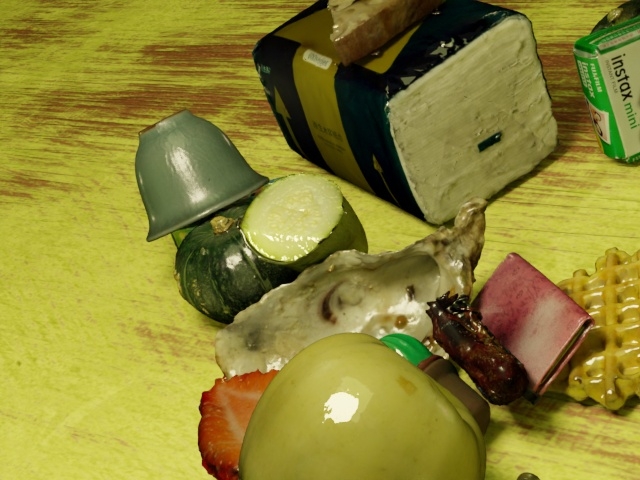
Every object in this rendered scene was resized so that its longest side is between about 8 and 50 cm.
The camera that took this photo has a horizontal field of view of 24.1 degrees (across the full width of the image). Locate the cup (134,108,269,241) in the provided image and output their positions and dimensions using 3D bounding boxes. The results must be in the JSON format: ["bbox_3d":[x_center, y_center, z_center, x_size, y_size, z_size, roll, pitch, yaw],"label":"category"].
[{"bbox_3d":[-0.194,-0.106,2.150,0.199,0.150,0.199,-27,5,2],"label":"cup"}]

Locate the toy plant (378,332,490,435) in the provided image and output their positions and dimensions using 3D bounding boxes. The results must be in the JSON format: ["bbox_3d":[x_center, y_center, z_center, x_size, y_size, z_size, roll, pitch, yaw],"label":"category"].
[{"bbox_3d":[0.095,0.181,1.720,0.200,0.105,0.143,24,66,36],"label":"toy plant"}]

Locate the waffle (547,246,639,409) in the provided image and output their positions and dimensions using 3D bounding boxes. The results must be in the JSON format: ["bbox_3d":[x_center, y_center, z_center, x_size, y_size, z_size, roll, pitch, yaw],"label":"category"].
[{"bbox_3d":[0.357,0.096,1.744,0.291,0.051,0.291,-17,30,10],"label":"waffle"}]

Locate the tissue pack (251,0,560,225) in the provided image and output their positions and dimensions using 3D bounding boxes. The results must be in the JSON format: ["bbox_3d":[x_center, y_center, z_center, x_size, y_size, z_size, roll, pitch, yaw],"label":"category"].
[{"bbox_3d":[0.118,-0.220,2.219,0.264,0.253,0.416,-32,30,-17],"label":"tissue pack"}]

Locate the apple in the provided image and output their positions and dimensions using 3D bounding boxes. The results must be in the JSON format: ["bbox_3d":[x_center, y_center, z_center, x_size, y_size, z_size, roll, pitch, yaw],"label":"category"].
[{"bbox_3d":[0.039,0.223,1.536,0.262,0.262,0.262,-16,30,10],"label":"apple"}]

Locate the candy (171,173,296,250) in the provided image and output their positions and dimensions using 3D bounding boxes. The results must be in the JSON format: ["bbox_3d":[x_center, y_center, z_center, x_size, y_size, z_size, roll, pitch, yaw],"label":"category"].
[{"bbox_3d":[-0.121,-0.033,2.263,0.195,0.062,0.097,-13,31,17],"label":"candy"}]

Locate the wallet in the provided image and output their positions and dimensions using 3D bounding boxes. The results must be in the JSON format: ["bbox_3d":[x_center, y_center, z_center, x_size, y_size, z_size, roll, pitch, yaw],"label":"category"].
[{"bbox_3d":[0.240,0.098,1.769,0.119,0.025,0.232,-54,23,6],"label":"wallet"}]

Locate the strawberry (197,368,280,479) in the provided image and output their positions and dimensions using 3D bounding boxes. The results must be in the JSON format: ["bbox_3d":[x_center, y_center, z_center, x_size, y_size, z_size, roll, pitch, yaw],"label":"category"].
[{"bbox_3d":[-0.072,0.239,1.759,0.228,0.098,0.174,3,48,49],"label":"strawberry"}]

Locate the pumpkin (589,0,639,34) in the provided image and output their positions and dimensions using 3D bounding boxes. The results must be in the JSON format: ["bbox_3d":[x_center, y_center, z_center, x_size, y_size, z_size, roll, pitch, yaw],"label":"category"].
[{"bbox_3d":[0.473,-0.292,2.229,0.167,0.125,0.167,-13,42,12],"label":"pumpkin"}]

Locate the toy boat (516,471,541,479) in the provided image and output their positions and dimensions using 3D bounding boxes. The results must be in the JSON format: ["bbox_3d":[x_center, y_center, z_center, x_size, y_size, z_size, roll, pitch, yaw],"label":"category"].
[{"bbox_3d":[0.162,0.311,1.499,0.185,0.077,0.075,-35,31,-21],"label":"toy boat"}]

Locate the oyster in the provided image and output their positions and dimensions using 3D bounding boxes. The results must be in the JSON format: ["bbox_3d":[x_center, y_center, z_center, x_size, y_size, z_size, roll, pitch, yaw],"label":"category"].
[{"bbox_3d":[0.071,0.113,1.854,0.396,0.111,0.204,-28,69,2],"label":"oyster"}]

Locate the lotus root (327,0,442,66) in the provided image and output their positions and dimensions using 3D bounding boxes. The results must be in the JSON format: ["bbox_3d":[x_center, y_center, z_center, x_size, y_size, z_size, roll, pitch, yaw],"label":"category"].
[{"bbox_3d":[0.086,-0.342,2.111,0.170,0.074,0.260,-19,30,4],"label":"lotus root"}]

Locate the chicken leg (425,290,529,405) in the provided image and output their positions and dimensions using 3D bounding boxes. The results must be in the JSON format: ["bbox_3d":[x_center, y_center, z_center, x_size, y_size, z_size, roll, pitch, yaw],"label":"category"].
[{"bbox_3d":[0.180,0.125,1.692,0.063,0.105,0.234,-46,34,5],"label":"chicken leg"}]

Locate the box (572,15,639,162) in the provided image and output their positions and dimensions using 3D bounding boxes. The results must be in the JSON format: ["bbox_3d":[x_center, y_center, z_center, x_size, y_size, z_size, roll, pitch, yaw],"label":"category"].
[{"bbox_3d":[0.484,-0.230,2.071,0.250,0.180,0.103,-23,18,-5],"label":"box"}]

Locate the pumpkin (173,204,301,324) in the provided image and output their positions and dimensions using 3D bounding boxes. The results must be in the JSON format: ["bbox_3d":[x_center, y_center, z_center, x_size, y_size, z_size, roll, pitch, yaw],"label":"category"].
[{"bbox_3d":[-0.112,0.031,2.066,0.190,0.146,0.190,-35,11,8],"label":"pumpkin"}]

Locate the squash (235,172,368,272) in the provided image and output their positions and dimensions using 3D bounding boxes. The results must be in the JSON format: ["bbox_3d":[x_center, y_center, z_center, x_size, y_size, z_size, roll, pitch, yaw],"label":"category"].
[{"bbox_3d":[0.012,-0.010,1.965,0.137,0.287,0.137,-5,78,23],"label":"squash"}]
